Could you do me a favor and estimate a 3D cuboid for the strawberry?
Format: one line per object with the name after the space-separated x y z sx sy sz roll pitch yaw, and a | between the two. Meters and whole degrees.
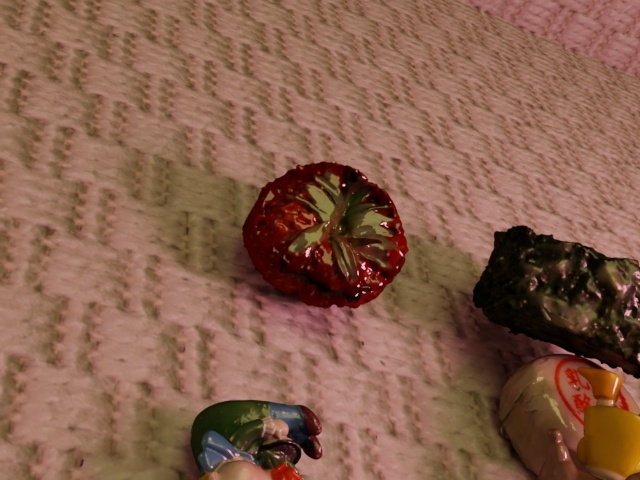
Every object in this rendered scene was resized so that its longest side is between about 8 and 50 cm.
0.003 -0.003 1.464 0.260 0.258 0.261 5 70 -14 | strawberry

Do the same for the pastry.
0.426 0.305 1.474 0.264 0.133 0.265 20 42 -19 | pastry

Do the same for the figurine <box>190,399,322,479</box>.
-0.081 0.306 1.088 0.185 0.127 0.234 4 28 -9 | figurine

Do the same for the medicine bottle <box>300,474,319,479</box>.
-0.028 0.354 1.137 0.057 0.057 0.089 30 37 -4 | medicine bottle

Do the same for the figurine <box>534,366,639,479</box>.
0.395 0.354 1.266 0.187 0.215 0.344 46 61 -40 | figurine

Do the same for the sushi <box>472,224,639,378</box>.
0.445 0.102 1.529 0.351 0.178 0.294 20 -5 18 | sushi
